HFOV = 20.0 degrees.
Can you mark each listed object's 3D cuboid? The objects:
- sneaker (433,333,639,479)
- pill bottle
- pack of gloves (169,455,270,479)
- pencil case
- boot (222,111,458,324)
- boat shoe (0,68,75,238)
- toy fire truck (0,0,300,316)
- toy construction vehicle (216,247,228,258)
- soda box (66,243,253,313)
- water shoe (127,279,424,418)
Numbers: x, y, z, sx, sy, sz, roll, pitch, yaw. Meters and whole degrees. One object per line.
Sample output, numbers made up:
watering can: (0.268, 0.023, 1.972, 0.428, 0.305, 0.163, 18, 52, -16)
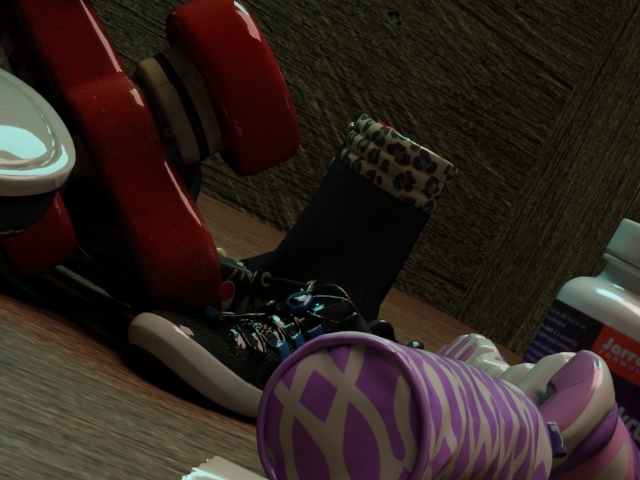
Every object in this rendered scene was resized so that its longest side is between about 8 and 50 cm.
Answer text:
sneaker: (0.108, 0.120, 1.036, 0.104, 0.095, 0.236, 50, -16, -16)
pill bottle: (0.178, 0.090, 1.131, 0.108, 0.193, 0.108, 27, 2, -1)
pack of gloves: (0.036, 0.137, 0.415, 0.232, 0.046, 0.195, 25, 12, 13)
pencil case: (0.043, 0.096, 0.832, 0.086, 0.088, 0.206, -12, -15, 22)
boot: (0.002, 0.001, 1.231, 0.085, 0.179, 0.236, 27, 3, -23)
boat shoe: (-0.225, -0.055, 0.846, 0.114, 0.091, 0.302, -2, 25, -43)
toy fire truck: (-0.133, -0.075, 1.052, 0.302, 0.169, 0.254, 60, -11, 18)
toy construction vehicle: (-0.132, 0.002, 1.679, 0.098, 0.035, 0.086, 30, -10, -14)
soda box: (-0.131, 0.004, 1.197, 0.169, 0.053, 0.060, 28, 2, 24)
water shoe: (-0.022, 0.053, 0.973, 0.073, 0.080, 0.203, 29, 2, 39)
